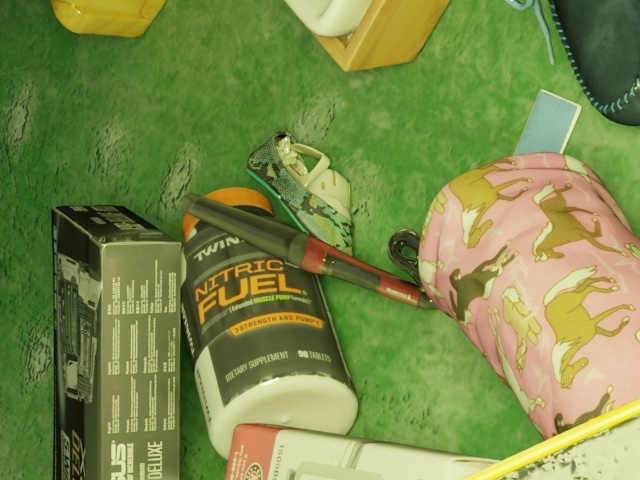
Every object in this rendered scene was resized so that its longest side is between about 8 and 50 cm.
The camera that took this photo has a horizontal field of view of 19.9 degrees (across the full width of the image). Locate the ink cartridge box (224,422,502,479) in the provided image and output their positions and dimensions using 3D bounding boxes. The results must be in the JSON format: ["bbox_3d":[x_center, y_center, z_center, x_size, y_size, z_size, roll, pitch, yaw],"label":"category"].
[{"bbox_3d":[0.038,0.255,1.385,0.283,0.117,0.207,-1,77,55],"label":"ink cartridge box"}]

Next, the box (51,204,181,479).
[{"bbox_3d":[-0.191,0.134,1.682,0.242,0.076,0.307,-152,62,-70],"label":"box"}]

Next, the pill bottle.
[{"bbox_3d":[-0.057,0.068,1.592,0.130,0.130,0.246,-49,41,31],"label":"pill bottle"}]

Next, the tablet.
[{"bbox_3d":[0.174,-0.074,1.431,0.054,0.006,0.083,33,105,55],"label":"tablet"}]

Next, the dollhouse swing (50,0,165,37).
[{"bbox_3d":[-0.249,-0.436,1.927,0.347,0.305,0.315,-53,39,29],"label":"dollhouse swing"}]

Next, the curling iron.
[{"bbox_3d":[0.000,0.000,1.527,0.274,0.035,0.068,14,75,29],"label":"curling iron"}]

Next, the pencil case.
[{"bbox_3d":[0.199,0.090,1.179,0.386,0.160,0.167,-123,26,-50],"label":"pencil case"}]

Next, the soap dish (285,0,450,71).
[{"bbox_3d":[0.040,-0.305,1.621,0.229,0.118,0.291,-60,37,20],"label":"soap dish"}]

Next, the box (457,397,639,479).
[{"bbox_3d":[0.234,0.228,0.942,0.257,0.079,0.322,-25,81,9],"label":"box"}]

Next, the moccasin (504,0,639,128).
[{"bbox_3d":[0.188,-0.231,1.377,0.138,0.117,0.342,-44,43,37],"label":"moccasin"}]

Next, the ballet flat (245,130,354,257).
[{"bbox_3d":[-0.010,-0.046,1.637,0.188,0.070,0.070,46,114,49],"label":"ballet flat"}]
